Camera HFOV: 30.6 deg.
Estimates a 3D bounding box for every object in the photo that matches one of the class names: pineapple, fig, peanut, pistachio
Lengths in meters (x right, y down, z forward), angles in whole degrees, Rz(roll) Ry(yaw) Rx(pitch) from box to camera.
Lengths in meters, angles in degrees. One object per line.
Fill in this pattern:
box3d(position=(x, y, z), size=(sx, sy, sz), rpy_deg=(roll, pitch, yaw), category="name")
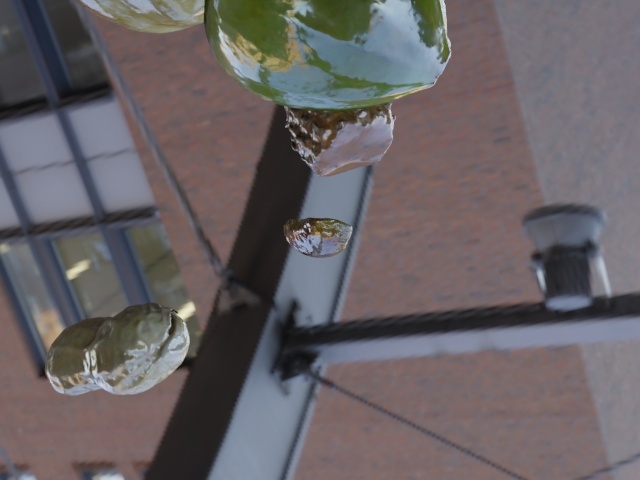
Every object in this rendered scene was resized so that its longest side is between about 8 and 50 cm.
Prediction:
box3d(position=(-0.009, -0.231, 1.688), size=(0.157, 0.279, 0.158), rpy_deg=(-24, 156, -11), category="pineapple")
box3d(position=(0.016, -0.290, 1.435), size=(0.316, 0.316, 0.316), rpy_deg=(-16, -162, 5), category="fig")
box3d(position=(-0.345, 0.187, 1.950), size=(0.313, 0.149, 0.149), rpy_deg=(-10, -161, 40), category="peanut")
box3d(position=(0.000, 0.000, 1.762), size=(0.089, 0.049, 0.173), rpy_deg=(17, 171, -22), category="pistachio")

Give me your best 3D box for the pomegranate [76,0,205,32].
box3d(position=(-0.240, -0.466, 1.702), size=(0.332, 0.333, 0.332), rpy_deg=(-16, -162, 5), category="pomegranate")
